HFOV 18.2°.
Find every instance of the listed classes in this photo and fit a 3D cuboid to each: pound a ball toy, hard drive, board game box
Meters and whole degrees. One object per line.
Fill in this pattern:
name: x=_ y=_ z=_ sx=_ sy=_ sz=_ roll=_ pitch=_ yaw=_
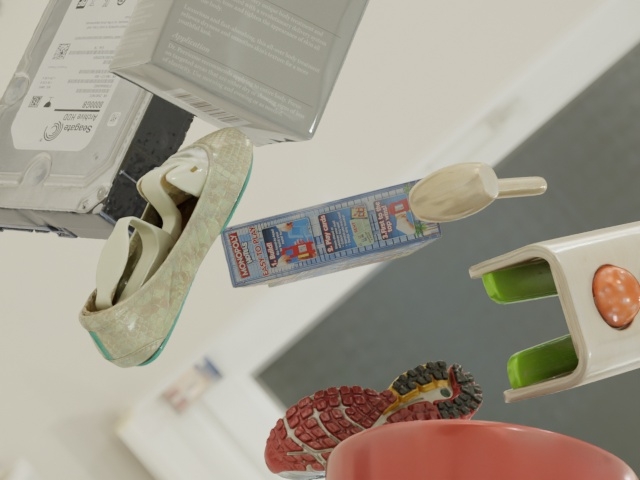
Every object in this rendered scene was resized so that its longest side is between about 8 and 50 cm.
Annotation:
pound a ball toy: x=0.246 y=0.015 z=1.760 sx=0.319 sy=0.136 sz=0.208 roll=-9 pitch=82 yaw=-46
hard drive: x=-0.201 y=-0.164 z=1.913 sx=0.237 sy=0.339 sz=0.064 roll=5 pitch=-24 yaw=46
board game box: x=0.000 y=0.000 z=1.888 sx=0.194 sy=0.194 sz=0.060 roll=142 pitch=-65 yaw=-80

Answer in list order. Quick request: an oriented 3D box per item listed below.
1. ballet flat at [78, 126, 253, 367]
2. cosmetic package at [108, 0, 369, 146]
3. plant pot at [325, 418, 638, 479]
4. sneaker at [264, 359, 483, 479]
ballet flat: x=-0.083 y=-0.008 z=1.092 sx=0.052 sy=0.057 sz=0.168 roll=46 pitch=50 yaw=-34
cosmetic package: x=-0.029 y=-0.194 z=1.298 sx=0.127 sy=0.238 sz=0.107 roll=26 pitch=-10 yaw=-20
plant pot: x=0.123 y=0.306 z=1.634 sx=0.275 sy=0.275 sz=0.243 roll=41 pitch=48 yaw=-49
sneaker: x=0.049 y=0.189 z=1.889 sx=0.225 sy=0.092 sz=0.088 roll=-11 pitch=52 yaw=-28
